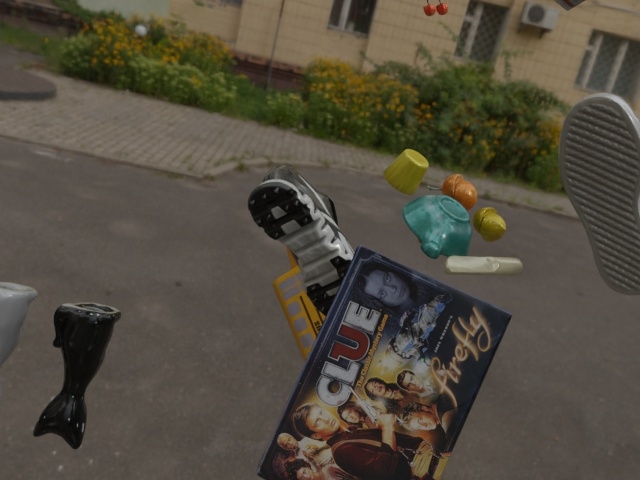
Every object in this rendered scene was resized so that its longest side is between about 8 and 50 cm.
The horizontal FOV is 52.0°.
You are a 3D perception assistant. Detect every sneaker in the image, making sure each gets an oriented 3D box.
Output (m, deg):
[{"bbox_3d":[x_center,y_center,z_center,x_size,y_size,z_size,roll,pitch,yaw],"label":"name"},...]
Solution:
[{"bbox_3d":[0.449,-0.083,0.994,0.126,0.321,0.127,-2,30,39],"label":"sneaker"},{"bbox_3d":[0.000,0.000,0.790,0.078,0.234,0.106,-24,31,20],"label":"sneaker"}]

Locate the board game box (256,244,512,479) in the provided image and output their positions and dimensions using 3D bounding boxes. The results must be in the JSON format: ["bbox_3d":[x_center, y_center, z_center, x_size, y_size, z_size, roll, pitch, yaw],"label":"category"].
[{"bbox_3d":[0.061,0.148,0.646,0.165,0.243,0.042,24,-2,0],"label":"board game box"}]

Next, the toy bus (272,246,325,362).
[{"bbox_3d":[0.010,0.144,1.267,0.108,0.130,0.333,28,34,-63],"label":"toy bus"}]

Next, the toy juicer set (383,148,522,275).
[{"bbox_3d":[0.231,-0.013,1.122,0.209,0.089,0.329,19,34,-25],"label":"toy juicer set"}]

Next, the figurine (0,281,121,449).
[{"bbox_3d":[-0.426,0.182,0.964,0.214,0.209,0.092,14,-1,0],"label":"figurine"}]

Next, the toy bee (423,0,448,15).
[{"bbox_3d":[0.165,-0.468,1.142,0.195,0.162,0.298,-6,11,0],"label":"toy bee"}]

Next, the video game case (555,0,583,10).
[{"bbox_3d":[0.374,-0.381,0.749,0.285,0.025,0.204,-26,-19,37],"label":"video game case"}]
